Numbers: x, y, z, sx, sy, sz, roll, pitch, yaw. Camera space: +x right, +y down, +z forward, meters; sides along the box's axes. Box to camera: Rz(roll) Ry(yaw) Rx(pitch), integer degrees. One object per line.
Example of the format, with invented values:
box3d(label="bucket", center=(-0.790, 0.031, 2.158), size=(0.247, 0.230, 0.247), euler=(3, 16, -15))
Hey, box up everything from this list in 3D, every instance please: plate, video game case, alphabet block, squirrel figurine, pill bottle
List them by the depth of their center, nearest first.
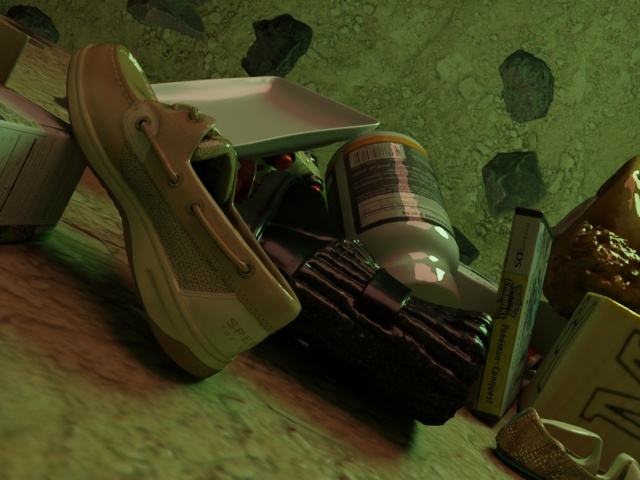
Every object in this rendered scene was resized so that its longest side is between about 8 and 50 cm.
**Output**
box3d(label="alphabet block", center=(0.393, 0.200, 0.843), size=(0.193, 0.197, 0.192), euler=(32, 7, 13))
box3d(label="video game case", center=(0.266, 0.096, 0.866), size=(0.035, 0.248, 0.275), euler=(12, -1, 23))
box3d(label="pill bottle", center=(0.095, -0.007, 0.876), size=(0.162, 0.162, 0.278), euler=(26, 38, -30))
box3d(label="plate", center=(-0.101, -0.182, 0.952), size=(0.278, 0.045, 0.277), euler=(-15, 34, -36))
box3d(label="squirrel figurine", center=(0.556, 0.103, 1.096), size=(0.370, 0.281, 0.397), euler=(46, 31, 4))

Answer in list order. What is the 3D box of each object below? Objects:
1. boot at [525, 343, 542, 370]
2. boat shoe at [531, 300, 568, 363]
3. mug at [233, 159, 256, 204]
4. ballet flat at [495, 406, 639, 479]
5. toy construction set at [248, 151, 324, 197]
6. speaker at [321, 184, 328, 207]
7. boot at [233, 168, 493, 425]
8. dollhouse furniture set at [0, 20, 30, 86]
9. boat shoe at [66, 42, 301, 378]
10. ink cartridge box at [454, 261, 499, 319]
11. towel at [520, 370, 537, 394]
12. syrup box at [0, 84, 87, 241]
box3d(label="boot", center=(0.330, 0.185, 1.078), size=(0.084, 0.059, 0.158), euler=(47, 8, 21))
box3d(label="boat shoe", center=(0.410, 0.173, 1.227), size=(0.097, 0.116, 0.324), euler=(22, 1, -23))
box3d(label="mug", center=(-0.185, -0.106, 0.932), size=(0.169, 0.113, 0.150), euler=(23, -33, -20))
box3d(label="ballet flat", center=(0.276, 0.234, 0.646), size=(0.206, 0.067, 0.073), euler=(30, 5, -3))
box3d(label="toy construction set", center=(-0.125, -0.118, 1.147), size=(0.327, 0.215, 0.151), euler=(29, 39, -63))
box3d(label="speaker", center=(0.026, -0.033, 1.315), size=(0.131, 0.131, 0.296), euler=(28, 7, -20))
box3d(label="boot", center=(0.029, 0.047, 0.676), size=(0.260, 0.131, 0.348), euler=(23, 17, 1))
box3d(label="dollhouse furniture set", center=(-0.431, -0.225, 0.783), size=(0.144, 0.123, 0.151), euler=(28, 7, -15))
box3d(label="boat shoe", center=(-0.106, -0.049, 0.493), size=(0.302, 0.098, 0.109), euler=(63, 8, 28))
box3d(label="ink cartridge box", center=(0.195, 0.085, 1.133), size=(0.223, 0.129, 0.307), euler=(31, 7, 7))
box3d(label="towel", center=(0.409, 0.263, 1.137), size=(0.248, 0.038, 0.325), euler=(29, 7, -4))
box3d(label="syrup box", center=(-0.256, -0.059, 0.416), size=(0.093, 0.096, 0.237), euler=(31, 7, 7))
